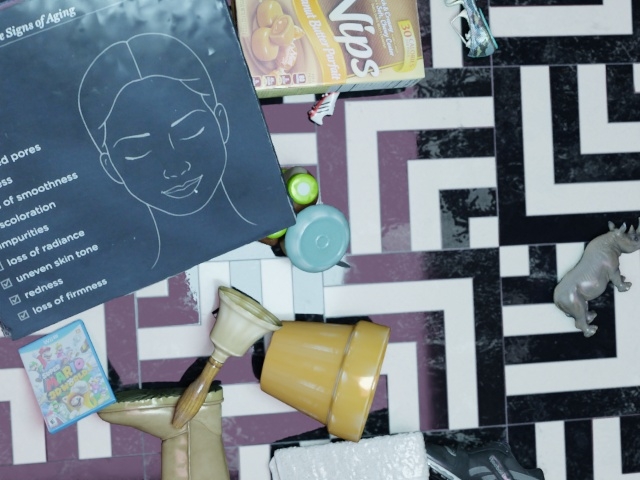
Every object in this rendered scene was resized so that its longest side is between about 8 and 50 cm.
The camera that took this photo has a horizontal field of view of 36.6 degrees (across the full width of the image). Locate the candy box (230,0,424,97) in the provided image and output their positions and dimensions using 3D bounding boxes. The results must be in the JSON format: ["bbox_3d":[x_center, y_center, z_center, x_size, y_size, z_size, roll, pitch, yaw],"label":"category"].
[{"bbox_3d":[0.011,-0.351,1.673,0.317,0.087,0.182,-6,90,-8],"label":"candy box"}]

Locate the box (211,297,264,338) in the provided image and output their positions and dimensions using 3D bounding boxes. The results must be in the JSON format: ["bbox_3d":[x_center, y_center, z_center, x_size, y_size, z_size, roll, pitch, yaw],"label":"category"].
[{"bbox_3d":[-0.145,0.147,1.694,0.052,0.062,0.083,-35,95,-8],"label":"box"}]

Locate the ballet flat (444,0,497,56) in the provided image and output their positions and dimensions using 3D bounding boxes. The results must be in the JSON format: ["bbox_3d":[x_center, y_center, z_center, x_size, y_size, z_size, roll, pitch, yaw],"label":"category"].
[{"bbox_3d":[0.260,-0.420,1.746,0.070,0.070,0.188,-21,91,-7],"label":"ballet flat"}]

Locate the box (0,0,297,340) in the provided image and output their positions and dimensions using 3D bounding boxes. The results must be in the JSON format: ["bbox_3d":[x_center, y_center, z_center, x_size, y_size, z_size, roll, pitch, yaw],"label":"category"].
[{"bbox_3d":[-0.346,-0.187,1.440,0.480,0.297,0.471,-22,124,-8],"label":"box"}]

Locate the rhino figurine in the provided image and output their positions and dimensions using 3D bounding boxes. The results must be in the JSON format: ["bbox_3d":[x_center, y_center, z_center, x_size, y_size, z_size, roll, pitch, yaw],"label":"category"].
[{"bbox_3d":[0.523,0.052,1.786,0.106,0.073,0.243,40,84,-10],"label":"rhino figurine"}]

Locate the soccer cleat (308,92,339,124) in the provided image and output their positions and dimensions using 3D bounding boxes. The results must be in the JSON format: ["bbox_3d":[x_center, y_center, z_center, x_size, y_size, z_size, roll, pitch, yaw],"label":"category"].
[{"bbox_3d":[0.015,-0.244,1.730,0.035,0.029,0.083,43,85,-19],"label":"soccer cleat"}]

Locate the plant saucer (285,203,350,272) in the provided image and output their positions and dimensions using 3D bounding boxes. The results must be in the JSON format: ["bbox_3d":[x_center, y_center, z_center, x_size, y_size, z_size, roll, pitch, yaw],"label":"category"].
[{"bbox_3d":[0.000,0.000,1.601,0.119,0.021,0.119,-8,109,-23],"label":"plant saucer"}]

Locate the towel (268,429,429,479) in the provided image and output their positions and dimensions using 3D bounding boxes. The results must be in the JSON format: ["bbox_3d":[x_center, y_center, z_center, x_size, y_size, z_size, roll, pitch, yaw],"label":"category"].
[{"bbox_3d":[0.055,0.438,1.675,0.282,0.049,0.187,-11,78,12],"label":"towel"}]

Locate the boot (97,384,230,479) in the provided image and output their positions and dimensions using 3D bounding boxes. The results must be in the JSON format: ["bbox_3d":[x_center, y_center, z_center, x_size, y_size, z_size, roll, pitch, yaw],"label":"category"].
[{"bbox_3d":[-0.267,0.394,1.669,0.236,0.089,0.269,-2,93,-8],"label":"boot"}]

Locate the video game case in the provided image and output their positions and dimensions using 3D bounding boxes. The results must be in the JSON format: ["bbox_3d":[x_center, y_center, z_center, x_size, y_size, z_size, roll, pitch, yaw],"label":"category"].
[{"bbox_3d":[-0.430,0.228,1.637,0.119,0.015,0.166,-27,63,-7],"label":"video game case"}]

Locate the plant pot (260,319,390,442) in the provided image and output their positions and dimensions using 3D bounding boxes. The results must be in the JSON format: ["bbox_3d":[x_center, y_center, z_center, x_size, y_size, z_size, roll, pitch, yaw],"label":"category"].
[{"bbox_3d":[0.004,0.222,1.662,0.188,0.205,0.205,16,89,7],"label":"plant pot"}]

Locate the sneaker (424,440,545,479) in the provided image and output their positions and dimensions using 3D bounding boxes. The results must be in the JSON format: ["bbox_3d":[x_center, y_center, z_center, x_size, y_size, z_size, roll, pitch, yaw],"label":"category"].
[{"bbox_3d":[0.279,0.408,1.757,0.283,0.107,0.124,31,70,-10],"label":"sneaker"}]

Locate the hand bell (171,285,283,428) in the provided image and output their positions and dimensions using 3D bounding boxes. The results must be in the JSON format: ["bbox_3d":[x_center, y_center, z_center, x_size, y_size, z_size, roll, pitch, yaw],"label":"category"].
[{"bbox_3d":[-0.180,0.209,1.614,0.126,0.126,0.242,32,95,-8],"label":"hand bell"}]

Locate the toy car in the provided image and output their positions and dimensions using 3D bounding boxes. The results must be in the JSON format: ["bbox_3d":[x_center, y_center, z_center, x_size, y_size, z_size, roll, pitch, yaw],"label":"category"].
[{"bbox_3d":[-0.023,-0.021,1.672,0.188,0.155,0.149,42,85,-16],"label":"toy car"}]
